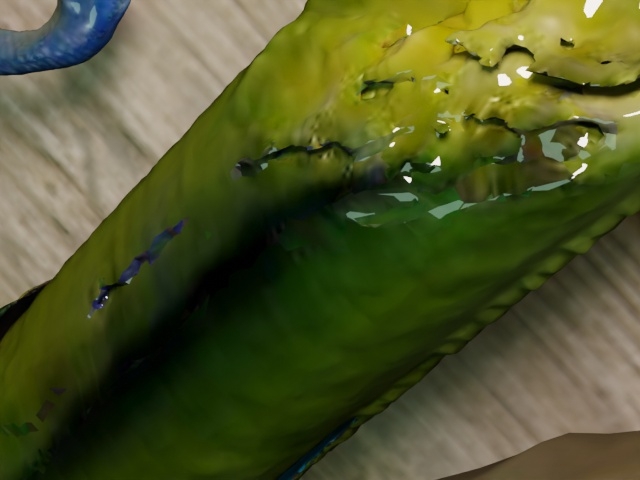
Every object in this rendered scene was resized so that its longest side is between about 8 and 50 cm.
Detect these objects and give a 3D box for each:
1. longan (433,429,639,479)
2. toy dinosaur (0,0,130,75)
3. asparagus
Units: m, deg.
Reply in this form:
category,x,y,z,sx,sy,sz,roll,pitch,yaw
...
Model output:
category,x,y,z,sx,sy,sz,roll,pitch,yaw
longan,0.135,0.255,0.451,0.404,0.404,0.436,-44,61,43
toy dinosaur,-0.174,-0.032,0.710,0.188,0.075,0.248,27,122,16
asparagus,0.000,0.000,0.584,0.128,0.108,0.382,49,131,2
